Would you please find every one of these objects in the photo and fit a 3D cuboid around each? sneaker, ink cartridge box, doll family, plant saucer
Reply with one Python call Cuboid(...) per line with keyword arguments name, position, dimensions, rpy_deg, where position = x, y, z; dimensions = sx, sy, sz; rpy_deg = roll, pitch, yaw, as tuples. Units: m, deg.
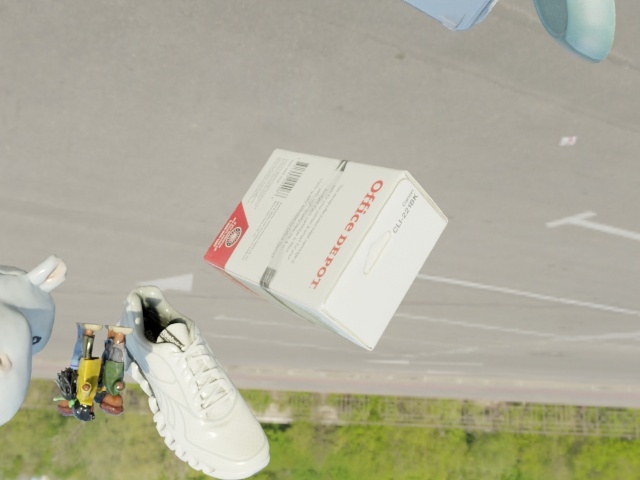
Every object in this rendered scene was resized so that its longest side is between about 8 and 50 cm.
Cuboid(name="sneaker", position=(-0.170, 0.178, 0.914), dimensions=(0.110, 0.292, 0.118), rpy_deg=(-27, 151, -41))
Cuboid(name="ink cartridge box", position=(0.000, 0.000, 0.937), dimensions=(0.114, 0.197, 0.273), rpy_deg=(41, 166, -37))
Cuboid(name="doll family", position=(-0.257, 0.150, 0.806), dimensions=(0.076, 0.111, 0.193), rpy_deg=(7, 173, -16))
Cuboid(name="plant saucer", position=(0.297, -0.306, 0.879), dimensions=(0.037, 0.195, 0.195), rpy_deg=(-21, 163, 1))

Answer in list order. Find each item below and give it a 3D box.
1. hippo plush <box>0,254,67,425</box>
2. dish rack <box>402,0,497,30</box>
Cuboid(name="hippo plush", position=(-0.369, 0.082, 0.621), dimensions=(0.236, 0.294, 0.234), rpy_deg=(29, 110, -26))
Cuboid(name="dish rack", position=(0.249, -0.561, 1.448), dimensions=(0.285, 0.072, 0.333), rpy_deg=(29, 159, -5))
